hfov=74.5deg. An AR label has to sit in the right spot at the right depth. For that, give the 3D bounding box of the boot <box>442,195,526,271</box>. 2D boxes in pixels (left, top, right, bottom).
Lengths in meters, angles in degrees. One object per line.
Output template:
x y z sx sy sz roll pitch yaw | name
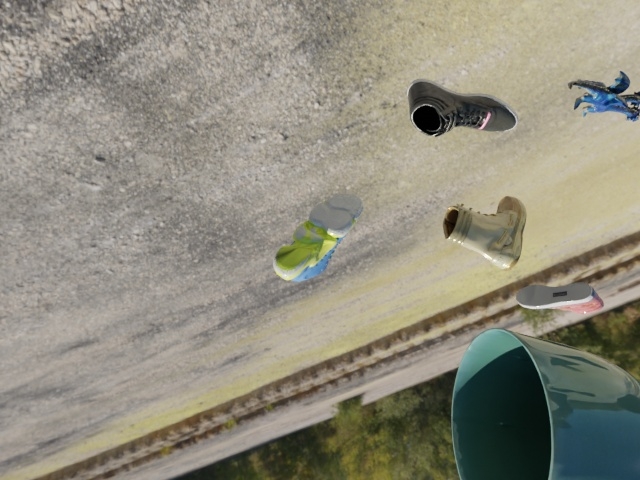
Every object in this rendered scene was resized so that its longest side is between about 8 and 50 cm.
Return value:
0.452 -0.059 1.170 0.204 0.261 0.095 25 145 -1 | boot

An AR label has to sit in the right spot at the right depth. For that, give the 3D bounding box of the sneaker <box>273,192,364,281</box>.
0.000 0.000 0.924 0.240 0.091 0.126 -40 156 -9 | sneaker

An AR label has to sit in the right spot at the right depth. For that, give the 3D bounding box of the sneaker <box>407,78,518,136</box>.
0.355 -0.309 1.072 0.296 0.146 0.104 18 142 2 | sneaker

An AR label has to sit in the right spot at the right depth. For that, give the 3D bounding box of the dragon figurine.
0.766 -0.390 1.117 0.289 0.085 0.144 13 175 -43 | dragon figurine

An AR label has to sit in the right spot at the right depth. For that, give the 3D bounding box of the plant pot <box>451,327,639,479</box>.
0.379 0.300 0.659 0.236 0.292 0.293 9 151 -4 | plant pot

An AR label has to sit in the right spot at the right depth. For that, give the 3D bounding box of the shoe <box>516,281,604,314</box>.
0.578 0.147 1.021 0.081 0.063 0.178 35 149 -29 | shoe
